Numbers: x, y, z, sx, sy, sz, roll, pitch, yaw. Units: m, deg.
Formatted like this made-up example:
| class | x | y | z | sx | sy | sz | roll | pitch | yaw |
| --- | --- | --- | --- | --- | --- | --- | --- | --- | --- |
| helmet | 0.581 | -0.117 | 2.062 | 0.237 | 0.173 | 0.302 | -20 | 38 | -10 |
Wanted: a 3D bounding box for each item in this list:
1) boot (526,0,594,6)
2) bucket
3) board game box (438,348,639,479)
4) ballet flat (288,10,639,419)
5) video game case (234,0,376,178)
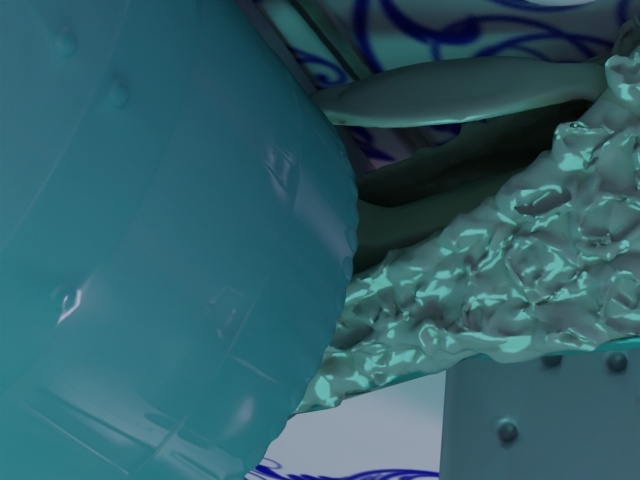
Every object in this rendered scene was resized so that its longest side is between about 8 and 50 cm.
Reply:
| class | x | y | z | sx | sy | sz | roll | pitch | yaw |
| --- | --- | --- | --- | --- | --- | --- | --- | --- | --- |
| boot | -0.019 | -0.156 | 0.411 | 0.123 | 0.095 | 0.258 | -6 | 139 | 47 |
| bucket | -0.135 | -0.014 | 0.510 | 0.281 | 0.281 | 0.183 | -8 | 142 | 37 |
| board game box | 0.239 | 0.175 | 0.610 | 0.390 | 0.390 | 0.050 | 2 | 174 | 23 |
| ballet flat | 0.000 | 0.000 | 0.632 | 0.409 | 0.147 | 0.147 | -18 | 141 | 27 |
| video game case | -0.075 | -0.044 | 0.715 | 0.193 | 0.023 | 0.212 | -1 | 150 | 28 |
